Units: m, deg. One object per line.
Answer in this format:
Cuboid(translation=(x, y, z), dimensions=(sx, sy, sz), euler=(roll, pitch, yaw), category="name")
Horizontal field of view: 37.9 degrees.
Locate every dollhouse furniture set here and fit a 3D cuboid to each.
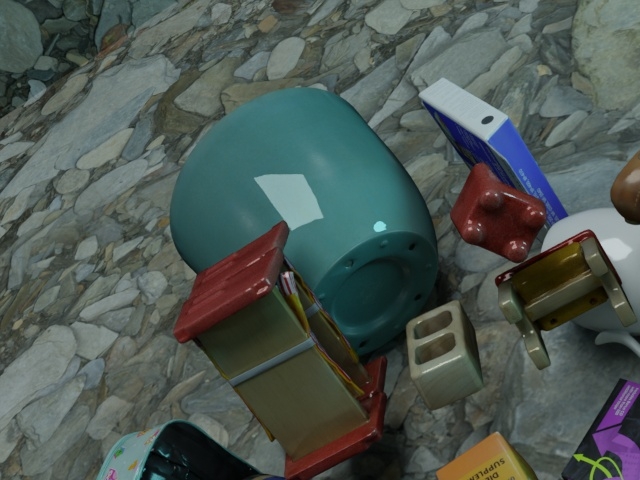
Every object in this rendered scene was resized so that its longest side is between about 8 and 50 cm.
Cuboid(translation=(0.073, 0.050, 0.888), dimensions=(0.374, 0.201, 0.152), euler=(-29, 17, 14), category="dollhouse furniture set")

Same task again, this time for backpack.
Cuboid(translation=(-0.155, 0.286, 0.978), dimensions=(0.144, 0.188, 0.166), euler=(-13, 41, 32), category="backpack")

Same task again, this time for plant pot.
Cuboid(translation=(0.000, 0.000, 1.112), dimensions=(0.293, 0.293, 0.235), euler=(-39, 48, -3), category="plant pot")

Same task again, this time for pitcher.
Cuboid(translation=(0.316, 0.059, 0.899), dimensions=(0.207, 0.125, 0.178), euler=(10, 70, 35), category="pitcher")

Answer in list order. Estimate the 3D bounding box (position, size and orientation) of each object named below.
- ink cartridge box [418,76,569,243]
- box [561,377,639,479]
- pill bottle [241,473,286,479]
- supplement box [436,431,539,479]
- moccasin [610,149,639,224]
Cuboid(translation=(0.218, -0.074, 1.058), dimensions=(0.045, 0.206, 0.208), euler=(-40, 34, 3), category="ink cartridge box")
Cuboid(translation=(0.307, 0.192, 0.811), dimensions=(0.162, 0.029, 0.116), euler=(14, 59, 48), category="box")
Cuboid(translation=(0.010, 0.295, 0.875), dimensions=(0.219, 0.123, 0.123), euler=(-2, 47, 41), category="pill bottle")
Cuboid(translation=(0.181, 0.275, 0.784), dimensions=(0.078, 0.080, 0.233), euler=(-35, 35, 6), category="supplement box")
Cuboid(translation=(0.380, -0.090, 0.893), dimensions=(0.147, 0.139, 0.380), euler=(21, 38, 29), category="moccasin")
